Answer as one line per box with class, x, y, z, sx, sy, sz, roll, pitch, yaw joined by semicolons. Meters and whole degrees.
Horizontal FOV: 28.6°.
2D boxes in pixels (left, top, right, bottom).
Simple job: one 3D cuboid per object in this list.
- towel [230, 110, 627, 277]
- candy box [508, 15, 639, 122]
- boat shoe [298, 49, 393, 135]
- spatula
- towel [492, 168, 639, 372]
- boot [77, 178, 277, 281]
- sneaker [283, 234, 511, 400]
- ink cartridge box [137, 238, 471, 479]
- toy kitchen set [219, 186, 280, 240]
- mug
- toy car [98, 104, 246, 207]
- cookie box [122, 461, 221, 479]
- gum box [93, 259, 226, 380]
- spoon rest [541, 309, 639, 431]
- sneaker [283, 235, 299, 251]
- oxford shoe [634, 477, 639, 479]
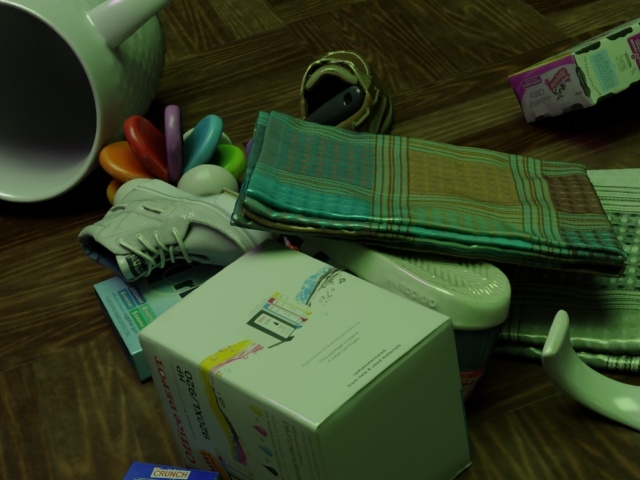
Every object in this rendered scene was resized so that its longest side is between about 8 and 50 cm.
towel;0.105;-0.054;1.265;0.370;0.040;0.271;8;24;-2
candy box;0.376;-0.231;1.575;0.233;0.071;0.159;-27;6;-20
boat shoe;0.029;-0.177;1.619;0.122;0.120;0.324;-9;33;5
spatula;-0.020;-0.120;1.469;0.030;0.084;0.296;-5;-11;-25
towel;0.353;0.019;1.280;0.324;0.056;0.312;4;36;22
boot;-0.162;0.009;1.372;0.123;0.095;0.258;-39;31;-26
sneaker;0.040;0.046;1.249;0.131;0.148;0.350;-7;28;-32
ink cartridge box;-0.013;0.138;1.117;0.168;0.171;0.232;-36;39;-31
toy kitchen set;-0.091;-0.024;1.508;0.083;0.075;0.068;24;39;-8
mug;-0.318;-0.263;1.684;0.374;0.276;0.328;-31;14;28
toy car;-0.187;-0.103;1.566;0.182;0.136;0.159;-12;33;1
cookie box;-0.144;0.251;1.110;0.092;0.040;0.107;3;36;22
gum box;-0.140;0.066;1.384;0.184;0.041;0.157;-23;33;-14
spoon rest;0.332;0.139;1.098;0.276;0.084;0.137;17;53;18
sneaker;0.000;0.000;1.408;0.083;0.084;0.215;-13;43;-1
oxford shoe;0.264;0.208;0.983;0.271;0.098;0.097;-16;35;1
